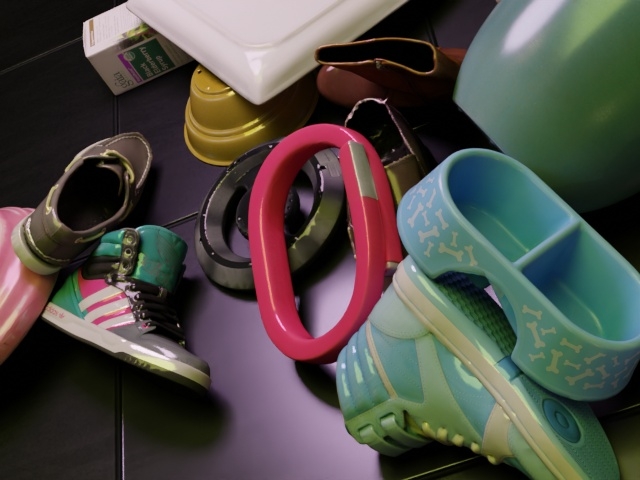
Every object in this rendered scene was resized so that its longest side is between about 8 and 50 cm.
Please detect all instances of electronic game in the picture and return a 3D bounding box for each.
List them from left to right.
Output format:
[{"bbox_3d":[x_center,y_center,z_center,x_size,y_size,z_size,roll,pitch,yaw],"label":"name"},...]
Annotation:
[{"bbox_3d":[-0.067,-0.037,1.586,0.229,0.048,0.229,-17,53,25],"label":"electronic game"}]

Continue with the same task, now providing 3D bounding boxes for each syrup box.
[{"bbox_3d":[-0.240,-0.326,1.888,0.237,0.093,0.096,-23,47,10],"label":"syrup box"}]

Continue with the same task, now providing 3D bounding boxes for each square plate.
[{"bbox_3d":[-0.062,-0.372,1.749,0.344,0.049,0.347,-38,52,-16],"label":"square plate"}]

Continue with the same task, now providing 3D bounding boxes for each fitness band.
[{"bbox_3d":[0.000,0.000,1.420,0.209,0.054,0.291,-33,56,42],"label":"fitness band"}]

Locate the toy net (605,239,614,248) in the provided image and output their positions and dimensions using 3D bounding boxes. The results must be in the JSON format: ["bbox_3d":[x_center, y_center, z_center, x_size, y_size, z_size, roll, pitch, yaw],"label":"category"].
[{"bbox_3d":[0.207,0.028,1.331,0.232,0.045,0.122,13,71,5],"label":"toy net"}]

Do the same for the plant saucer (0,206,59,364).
[{"bbox_3d":[-0.495,0.077,1.651,0.332,0.084,0.332,-27,37,22],"label":"plant saucer"}]

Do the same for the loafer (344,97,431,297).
[{"bbox_3d":[0.080,-0.029,1.446,0.134,0.130,0.366,-24,46,9],"label":"loafer"}]

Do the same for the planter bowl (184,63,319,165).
[{"bbox_3d":[-0.116,-0.217,1.735,0.217,0.090,0.217,-15,49,18],"label":"planter bowl"}]

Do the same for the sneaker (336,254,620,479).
[{"bbox_3d":[0.144,0.188,1.259,0.208,0.127,0.319,-50,64,24],"label":"sneaker"}]

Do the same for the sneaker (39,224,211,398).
[{"bbox_3d":[-0.211,0.076,1.531,0.295,0.124,0.178,21,75,40],"label":"sneaker"}]

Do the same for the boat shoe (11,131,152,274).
[{"bbox_3d":[-0.297,-0.066,1.642,0.091,0.109,0.305,-34,14,35],"label":"boat shoe"}]

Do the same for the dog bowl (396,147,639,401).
[{"bbox_3d":[0.213,0.024,1.229,0.297,0.074,0.166,46,46,15],"label":"dog bowl"}]

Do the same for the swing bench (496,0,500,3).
[{"bbox_3d":[0.251,-0.512,1.664,0.165,0.253,0.255,-22,46,11],"label":"swing bench"}]

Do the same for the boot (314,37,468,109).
[{"bbox_3d":[0.065,-0.202,1.507,0.264,0.280,0.096,11,99,26],"label":"boot"}]

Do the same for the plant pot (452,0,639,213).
[{"bbox_3d":[0.290,-0.170,1.353,0.235,0.293,0.293,-42,45,7],"label":"plant pot"}]
